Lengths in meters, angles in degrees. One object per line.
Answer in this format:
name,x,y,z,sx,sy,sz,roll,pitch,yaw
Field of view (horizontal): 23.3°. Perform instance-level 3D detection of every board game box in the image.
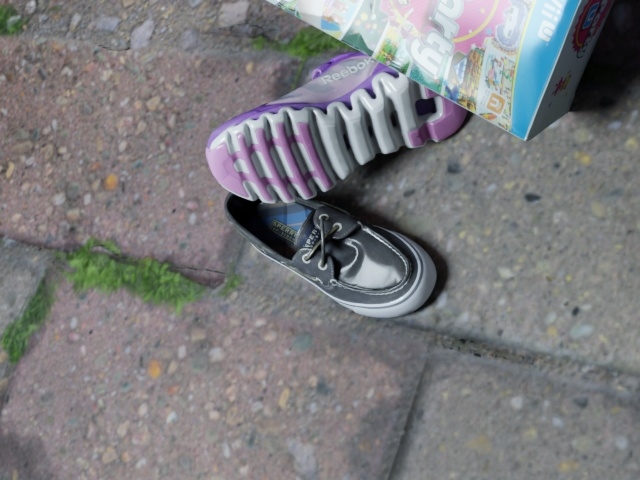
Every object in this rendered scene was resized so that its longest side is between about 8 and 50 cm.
board game box,0.097,-0.255,1.272,0.303,0.097,0.224,31,123,19

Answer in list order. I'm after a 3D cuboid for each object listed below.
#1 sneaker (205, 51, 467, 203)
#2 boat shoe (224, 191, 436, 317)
sneaker,0.009,-0.113,1.380,0.236,0.095,0.104,-20,41,-6
boat shoe,0.000,0.000,1.374,0.228,0.076,0.080,29,89,42
